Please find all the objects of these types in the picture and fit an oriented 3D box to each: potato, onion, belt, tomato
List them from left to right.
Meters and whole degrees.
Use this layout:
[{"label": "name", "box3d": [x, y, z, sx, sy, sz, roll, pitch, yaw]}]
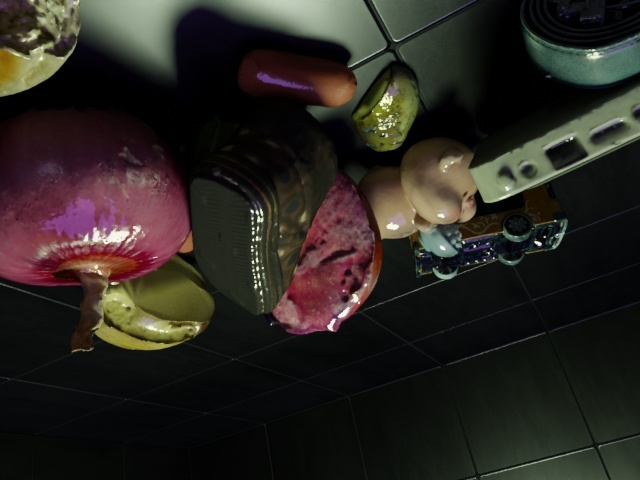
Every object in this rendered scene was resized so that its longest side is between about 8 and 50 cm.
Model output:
[{"label": "onion", "box3d": [-0.378, -0.032, 0.898, 0.359, 0.344, 0.358, 7, -178, 0]}, {"label": "potato", "box3d": [-0.416, 0.151, 1.304, 0.286, 0.242, 0.242, 3, 148, -40]}, {"label": "tomato", "box3d": [0.004, 0.004, 1.110, 0.290, 0.334, 0.176, -29, 172, 30]}, {"label": "potato", "box3d": [0.123, -0.221, 1.012, 0.120, 0.054, 0.197, -1, 149, -16]}, {"label": "belt", "box3d": [0.408, -0.332, 0.773, 0.268, 0.206, 0.116, -34, 145, 9]}]

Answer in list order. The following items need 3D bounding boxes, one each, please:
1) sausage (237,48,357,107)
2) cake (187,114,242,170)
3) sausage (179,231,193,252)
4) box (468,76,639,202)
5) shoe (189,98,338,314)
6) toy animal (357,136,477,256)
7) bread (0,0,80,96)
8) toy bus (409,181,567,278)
[{"label": "sausage", "box3d": [-0.033, -0.248, 0.878, 0.194, 0.077, 0.077, 0, 149, -25]}, {"label": "cake", "box3d": [-0.191, -0.110, 1.034, 0.100, 0.099, 0.235, 3, 146, -30]}, {"label": "sausage", "box3d": [-0.298, -0.027, 1.174, 0.062, 0.062, 0.154, -13, 152, 0]}, {"label": "box", "box3d": [0.435, -0.198, 0.937, 0.367, 0.090, 0.373, -28, -172, 26]}, {"label": "shoe", "box3d": [-0.088, -0.050, 0.948, 0.171, 0.237, 0.383, 28, 147, 17]}, {"label": "toy animal", "box3d": [0.197, -0.099, 1.138, 0.221, 0.229, 0.210, 18, -163, 26]}, {"label": "bread", "box3d": [-0.425, -0.250, 0.614, 0.314, 0.171, 0.192, 6, 159, -20]}, {"label": "toy bus", "box3d": [0.356, -0.045, 1.275, 0.324, 0.194, 0.161, -12, 151, 6]}]
